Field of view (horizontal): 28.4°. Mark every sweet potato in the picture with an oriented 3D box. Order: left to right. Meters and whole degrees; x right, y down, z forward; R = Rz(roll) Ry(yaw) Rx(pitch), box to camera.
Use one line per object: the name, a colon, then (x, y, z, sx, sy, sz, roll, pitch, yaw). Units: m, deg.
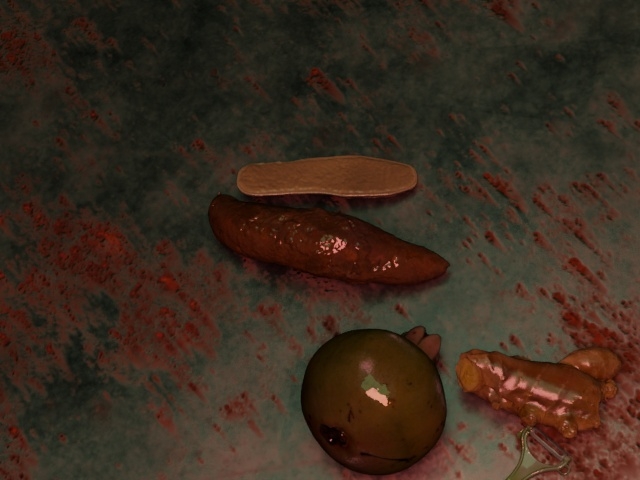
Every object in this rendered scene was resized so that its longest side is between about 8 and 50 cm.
sweet potato: (-0.003, 0.000, 1.662, 0.342, 0.114, 0.092, 14, 102, 15)

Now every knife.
knife: (0.226, 0.301, 1.524, 0.166, 0.022, 0.078, -43, 59, -14)

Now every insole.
insole: (0.008, -0.088, 1.738, 0.248, 0.011, 0.081, -2, 48, 1)

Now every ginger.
ginger: (0.270, 0.187, 1.544, 0.206, 0.081, 0.115, -2, 77, 1)

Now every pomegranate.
pomegranate: (0.075, 0.174, 1.526, 0.179, 0.179, 0.210, 21, 68, 18)
